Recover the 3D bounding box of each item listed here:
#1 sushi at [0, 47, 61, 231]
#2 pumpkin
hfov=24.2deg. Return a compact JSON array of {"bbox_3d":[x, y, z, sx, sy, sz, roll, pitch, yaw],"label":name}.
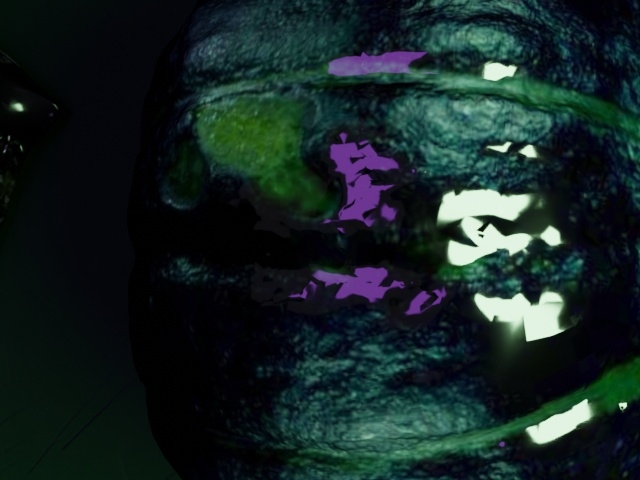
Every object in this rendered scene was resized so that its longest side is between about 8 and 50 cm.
[{"bbox_3d":[-0.376,-0.077,1.182,0.215,0.212,0.227,43,110,36],"label":"sushi"},{"bbox_3d":[0.077,0.002,0.696,0.266,0.363,0.363,-4,79,38],"label":"pumpkin"}]
